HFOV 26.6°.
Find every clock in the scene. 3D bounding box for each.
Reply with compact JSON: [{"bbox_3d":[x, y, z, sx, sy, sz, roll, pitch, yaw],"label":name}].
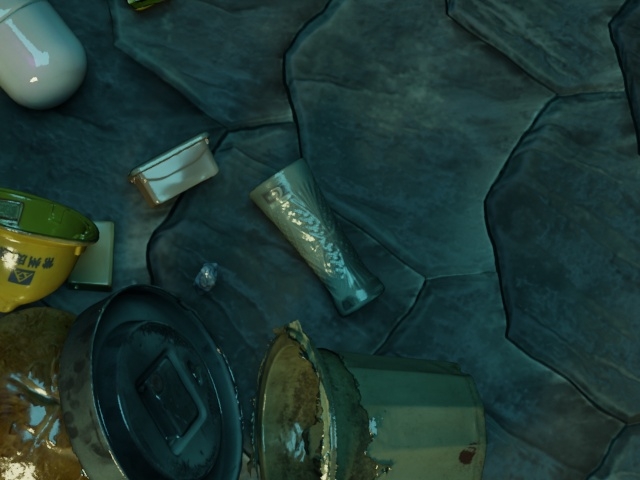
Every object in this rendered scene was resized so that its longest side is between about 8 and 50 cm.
[{"bbox_3d":[-0.209,0.208,1.709,0.061,0.312,0.313,-21,78,26],"label":"clock"}]

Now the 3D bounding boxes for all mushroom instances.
[{"bbox_3d":[-0.336,0.221,1.750,0.278,0.146,0.278,4,76,-16],"label":"mushroom"}]

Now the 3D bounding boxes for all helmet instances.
[{"bbox_3d":[-0.403,0.020,1.761,0.205,0.257,0.140,12,103,-27],"label":"helmet"}]

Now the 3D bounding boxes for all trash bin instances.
[{"bbox_3d":[-0.313,0.020,1.854,0.060,0.043,0.092,4,75,-8],"label":"trash bin"}]

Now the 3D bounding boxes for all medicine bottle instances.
[{"bbox_3d":[-0.455,-0.327,1.867,0.130,0.130,0.341,-39,84,-15],"label":"medicine bottle"}]

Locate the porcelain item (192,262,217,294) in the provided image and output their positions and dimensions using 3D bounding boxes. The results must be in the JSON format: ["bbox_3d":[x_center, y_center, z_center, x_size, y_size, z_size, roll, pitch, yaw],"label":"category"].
[{"bbox_3d":[-0.157,0.052,1.850,0.028,0.083,0.036,13,71,-8],"label":"porcelain item"}]

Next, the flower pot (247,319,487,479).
[{"bbox_3d":[0.065,0.250,1.758,0.259,0.290,0.290,2,76,-19],"label":"flower pot"}]

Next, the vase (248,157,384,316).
[{"bbox_3d":[0.000,0.000,1.886,0.096,0.096,0.219,-34,87,-15],"label":"vase"}]

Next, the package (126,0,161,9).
[{"bbox_3d":[-0.263,-0.391,1.957,0.071,0.047,0.131,-25,83,-16],"label":"package"}]

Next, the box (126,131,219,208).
[{"bbox_3d":[-0.201,-0.095,1.879,0.122,0.089,0.062,-28,93,-14],"label":"box"}]
